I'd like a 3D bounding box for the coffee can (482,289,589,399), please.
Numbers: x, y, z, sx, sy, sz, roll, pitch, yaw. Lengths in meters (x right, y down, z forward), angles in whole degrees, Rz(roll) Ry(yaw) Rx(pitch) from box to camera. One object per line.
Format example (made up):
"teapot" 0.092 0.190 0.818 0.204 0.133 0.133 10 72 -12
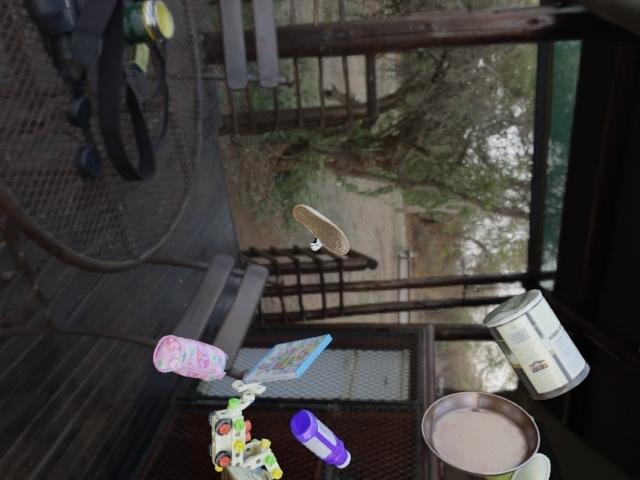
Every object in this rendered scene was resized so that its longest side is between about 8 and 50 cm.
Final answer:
"coffee can" 0.666 0.320 1.767 0.275 0.202 0.201 58 11 2

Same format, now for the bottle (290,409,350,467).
"bottle" 0.007 0.719 2.033 0.282 0.092 0.118 50 -2 -32

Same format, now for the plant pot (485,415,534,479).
"plant pot" 0.547 0.674 1.940 0.276 0.254 0.275 22 90 -78

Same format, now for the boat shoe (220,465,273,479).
"boat shoe" -0.074 0.423 0.859 0.285 0.090 0.104 24 -73 62

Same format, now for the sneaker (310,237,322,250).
"sneaker" 0.000 0.000 1.998 0.032 0.083 0.036 25 -32 56

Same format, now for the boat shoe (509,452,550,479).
"boat shoe" 0.534 0.658 1.512 0.227 0.081 0.069 -63 164 6

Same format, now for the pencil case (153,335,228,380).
"pencil case" -0.424 0.396 1.889 0.284 0.124 0.124 41 47 -58

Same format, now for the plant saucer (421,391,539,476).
"plant saucer" 0.236 0.291 0.849 0.168 0.169 0.029 -69 157 -63

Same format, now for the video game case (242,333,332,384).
"video game case" -0.067 0.236 1.126 0.119 0.166 0.015 -42 106 -44

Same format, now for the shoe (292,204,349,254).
"shoe" 0.009 -0.039 1.799 0.076 0.219 0.058 -50 172 16

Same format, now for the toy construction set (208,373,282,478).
"toy construction set" -0.225 0.571 1.695 0.151 0.215 0.327 -6 -91 60
